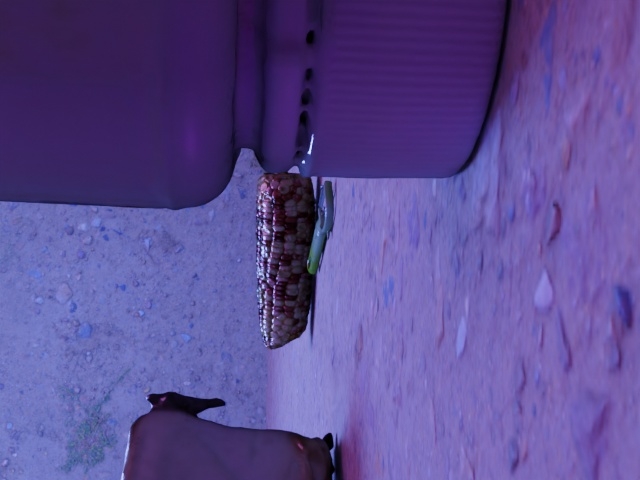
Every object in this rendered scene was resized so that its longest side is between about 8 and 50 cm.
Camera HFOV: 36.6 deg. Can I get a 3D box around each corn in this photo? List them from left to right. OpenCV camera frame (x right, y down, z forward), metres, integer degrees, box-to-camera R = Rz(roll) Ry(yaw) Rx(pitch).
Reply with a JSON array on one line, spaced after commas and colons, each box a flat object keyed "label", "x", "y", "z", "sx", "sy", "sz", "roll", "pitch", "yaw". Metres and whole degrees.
[{"label": "corn", "x": -0.049, "y": 0.028, "z": 1.344, "sx": 0.086, "sy": 0.086, "sz": 0.254, "roll": -114, "pitch": 24, "yaw": -78}]

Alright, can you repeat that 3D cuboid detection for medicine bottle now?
[{"label": "medicine bottle", "x": -0.075, "y": -0.136, "z": 0.495, "sx": 0.241, "sy": 0.301, "sz": 0.241, "roll": -178, "pitch": 90, "yaw": -86}]

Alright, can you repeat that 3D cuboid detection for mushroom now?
[{"label": "mushroom", "x": -0.091, "y": 0.396, "z": 0.924, "sx": 0.397, "sy": 0.224, "sz": 0.314, "roll": -97, "pitch": 12, "yaw": -53}]

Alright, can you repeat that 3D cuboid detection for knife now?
[{"label": "knife", "x": 0.001, "y": 0.000, "z": 1.189, "sx": 0.212, "sy": 0.015, "sz": 0.054, "roll": 104, "pitch": 159, "yaw": -64}]
